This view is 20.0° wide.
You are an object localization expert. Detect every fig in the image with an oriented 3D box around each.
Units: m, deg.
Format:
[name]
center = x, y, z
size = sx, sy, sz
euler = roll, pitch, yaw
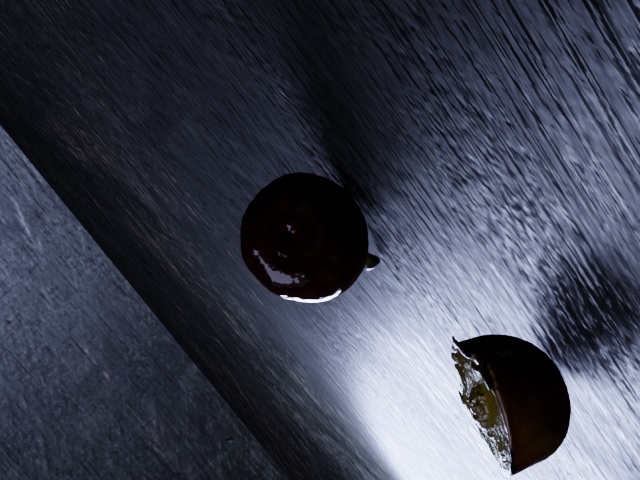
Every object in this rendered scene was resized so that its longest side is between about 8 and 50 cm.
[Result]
[fig]
center = 0.000, 0.000, 1.235
size = 0.089, 0.089, 0.125
euler = 44, -169, 18

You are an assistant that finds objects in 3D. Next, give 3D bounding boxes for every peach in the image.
[peach]
center = 0.119, 0.092, 1.107
size = 0.098, 0.061, 0.098
euler = 161, 90, -80
